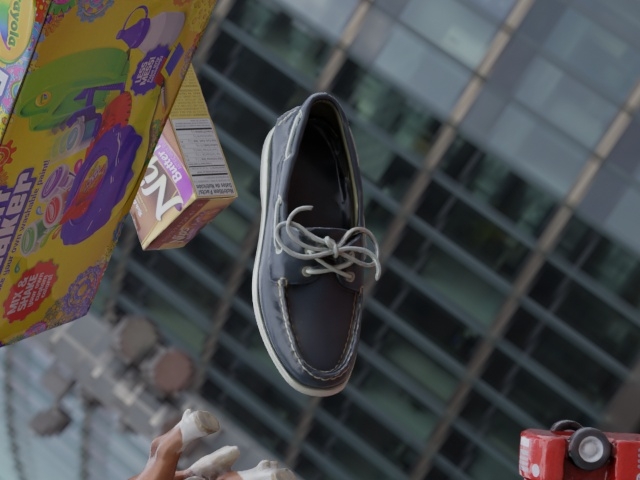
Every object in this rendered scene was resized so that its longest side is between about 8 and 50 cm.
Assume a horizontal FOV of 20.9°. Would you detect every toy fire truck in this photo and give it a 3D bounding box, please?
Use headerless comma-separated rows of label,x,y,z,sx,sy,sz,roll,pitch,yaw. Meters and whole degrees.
toy fire truck,0.185,0.157,0.819,0.047,0.192,0.135,171,102,-82

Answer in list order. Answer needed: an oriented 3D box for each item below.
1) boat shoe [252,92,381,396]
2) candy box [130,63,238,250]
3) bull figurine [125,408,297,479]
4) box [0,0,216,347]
boat shoe,0.000,0.000,1.442,0.079,0.095,0.254,132,144,-60
candy box,-0.151,-0.097,1.641,0.053,0.187,0.109,-4,-23,-38
bull figurine,-0.075,0.278,1.263,0.101,0.310,0.188,14,-55,-46
box,-0.257,-0.120,1.138,0.177,0.279,0.290,-20,-39,-56
